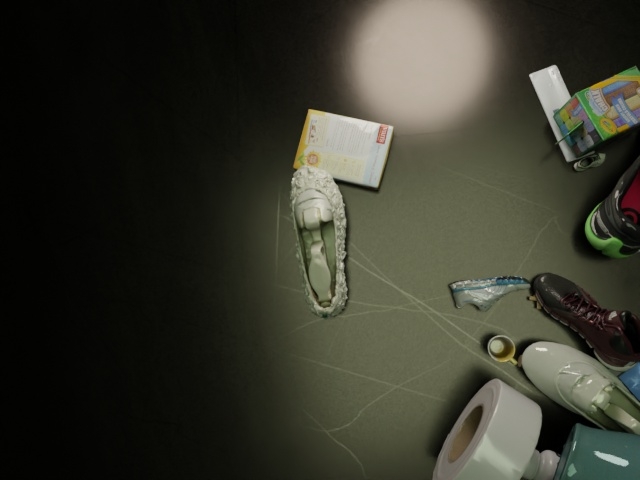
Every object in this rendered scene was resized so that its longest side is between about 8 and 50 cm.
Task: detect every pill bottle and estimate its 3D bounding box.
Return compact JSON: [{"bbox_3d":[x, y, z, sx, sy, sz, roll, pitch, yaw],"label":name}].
[{"bbox_3d":[0.553,0.546,1.144,0.169,0.094,0.094,21,87,11],"label":"pill bottle"}]

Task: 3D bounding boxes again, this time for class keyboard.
[{"bbox_3d":[0.624,-0.330,1.282,0.072,0.014,0.256,-21,80,11],"label":"keyboard"}]

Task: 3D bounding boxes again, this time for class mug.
[{"bbox_3d":[0.438,0.269,1.211,0.062,0.064,0.078,-13,82,7],"label":"mug"}]

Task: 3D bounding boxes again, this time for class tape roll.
[{"bbox_3d":[0.361,0.452,1.092,0.100,0.286,0.286,31,89,11],"label":"tape roll"}]

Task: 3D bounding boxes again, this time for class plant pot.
[{"bbox_3d":[0.608,0.505,0.979,0.255,0.272,0.271,19,86,27],"label":"plant pot"}]

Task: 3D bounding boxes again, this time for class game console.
[{"bbox_3d":[0.769,0.321,1.141,0.124,0.085,0.144,-39,79,3],"label":"game console"}]

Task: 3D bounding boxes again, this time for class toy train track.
[{"bbox_3d":[0.561,0.150,1.233,0.083,0.014,0.048,8,77,4],"label":"toy train track"}]

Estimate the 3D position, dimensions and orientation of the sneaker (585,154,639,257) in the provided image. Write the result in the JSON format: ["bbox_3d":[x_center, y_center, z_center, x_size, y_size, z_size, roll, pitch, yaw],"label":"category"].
[{"bbox_3d":[0.808,-0.168,1.131,0.185,0.202,0.483,31,86,10],"label":"sneaker"}]

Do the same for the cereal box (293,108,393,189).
[{"bbox_3d":[0.063,-0.246,1.341,0.240,0.047,0.173,15,87,10],"label":"cereal box"}]

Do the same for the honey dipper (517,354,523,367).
[{"bbox_3d":[0.565,0.317,1.205,0.161,0.030,0.030,16,86,7],"label":"honey dipper"}]

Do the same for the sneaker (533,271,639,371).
[{"bbox_3d":[0.627,0.160,1.125,0.106,0.162,0.281,-38,68,-12],"label":"sneaker"}]

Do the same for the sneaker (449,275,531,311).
[{"bbox_3d":[0.425,0.134,1.234,0.191,0.071,0.083,-8,88,16],"label":"sneaker"}]

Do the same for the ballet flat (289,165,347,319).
[{"bbox_3d":[0.000,0.000,1.258,0.147,0.147,0.409,-9,88,8],"label":"ballet flat"}]

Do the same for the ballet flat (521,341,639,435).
[{"bbox_3d":[0.649,0.370,1.115,0.400,0.139,0.139,38,90,6],"label":"ballet flat"}]

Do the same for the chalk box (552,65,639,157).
[{"bbox_3d":[0.666,-0.296,1.194,0.213,0.132,0.132,-24,81,-4],"label":"chalk box"}]

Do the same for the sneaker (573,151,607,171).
[{"bbox_3d":[0.682,-0.199,1.242,0.083,0.037,0.032,-26,78,4],"label":"sneaker"}]

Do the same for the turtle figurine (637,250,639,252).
[{"bbox_3d":[0.899,0.020,1.098,0.275,0.198,0.266,37,95,8],"label":"turtle figurine"}]
